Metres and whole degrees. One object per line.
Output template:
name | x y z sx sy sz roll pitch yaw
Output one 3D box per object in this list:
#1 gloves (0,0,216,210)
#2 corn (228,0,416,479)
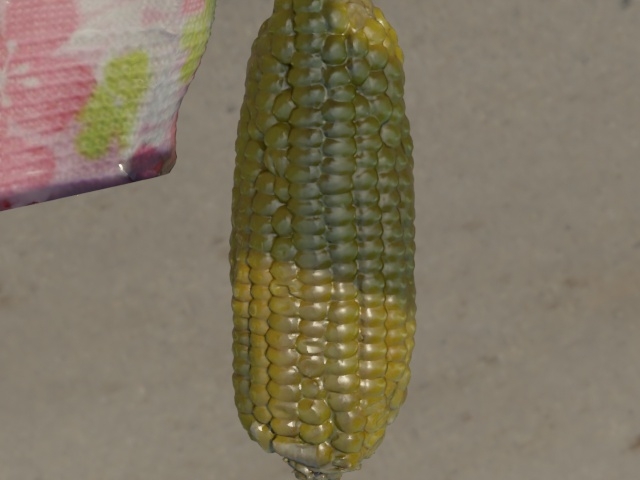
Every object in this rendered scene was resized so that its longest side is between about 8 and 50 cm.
gloves | -0.095 -0.131 0.487 0.126 0.241 0.145 -13 -175 -15
corn | 0.000 0.000 0.840 0.097 0.097 0.261 -8 105 -30
